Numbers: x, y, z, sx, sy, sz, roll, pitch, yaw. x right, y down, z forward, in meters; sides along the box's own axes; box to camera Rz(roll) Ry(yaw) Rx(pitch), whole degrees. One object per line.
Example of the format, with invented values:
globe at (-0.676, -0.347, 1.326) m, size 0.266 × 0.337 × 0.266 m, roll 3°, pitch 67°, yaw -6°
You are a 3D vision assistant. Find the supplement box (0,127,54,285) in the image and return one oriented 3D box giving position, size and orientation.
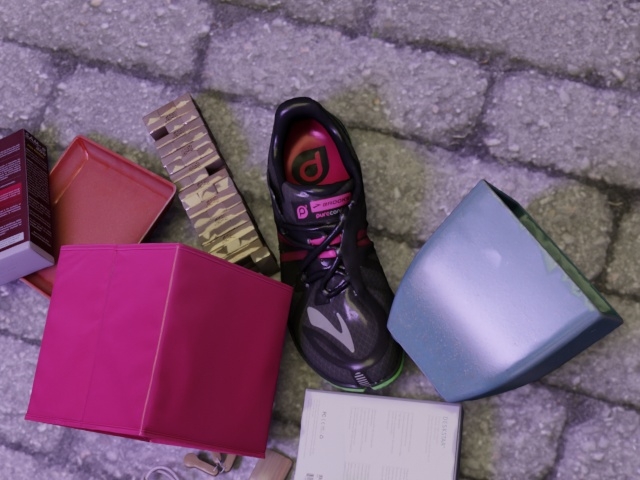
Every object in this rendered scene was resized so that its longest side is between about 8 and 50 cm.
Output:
supplement box at (-0.515, -0.053, 1.768) m, size 0.130 × 0.073 × 0.239 m, roll -21°, pitch 59°, yaw 15°

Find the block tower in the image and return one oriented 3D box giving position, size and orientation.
block tower at (-0.182, -0.083, 1.750) m, size 0.097 × 0.091 × 0.335 m, roll -29°, pitch 70°, yaw 1°

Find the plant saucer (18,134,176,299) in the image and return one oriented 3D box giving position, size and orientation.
plant saucer at (-0.379, -0.019, 1.759) m, size 0.258 × 0.048 × 0.259 m, roll 27°, pitch 78°, yaw 34°

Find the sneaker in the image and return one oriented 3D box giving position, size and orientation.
sneaker at (0.000, 0.000, 1.632) m, size 0.185 × 0.202 × 0.482 m, roll -18°, pitch 71°, yaw 5°

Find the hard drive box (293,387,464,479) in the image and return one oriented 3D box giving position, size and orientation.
hard drive box at (0.086, 0.321, 1.578) m, size 0.232 × 0.089 × 0.181 m, roll 5°, pitch 74°, yaw 12°

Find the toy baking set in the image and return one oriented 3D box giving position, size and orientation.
toy baking set at (-0.164, 0.388, 1.622) m, size 0.256 × 0.030 × 0.197 m, roll -36°, pitch 64°, yaw -16°

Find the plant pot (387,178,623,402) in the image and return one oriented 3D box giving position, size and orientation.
plant pot at (0.244, 0.099, 1.547) m, size 0.252 × 0.248 × 0.247 m, roll -42°, pitch 71°, yaw 12°

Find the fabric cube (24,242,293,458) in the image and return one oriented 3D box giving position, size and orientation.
fabric cube at (-0.228, 0.160, 1.553) m, size 0.259 × 0.254 × 0.258 m, roll -1°, pitch 75°, yaw 38°
